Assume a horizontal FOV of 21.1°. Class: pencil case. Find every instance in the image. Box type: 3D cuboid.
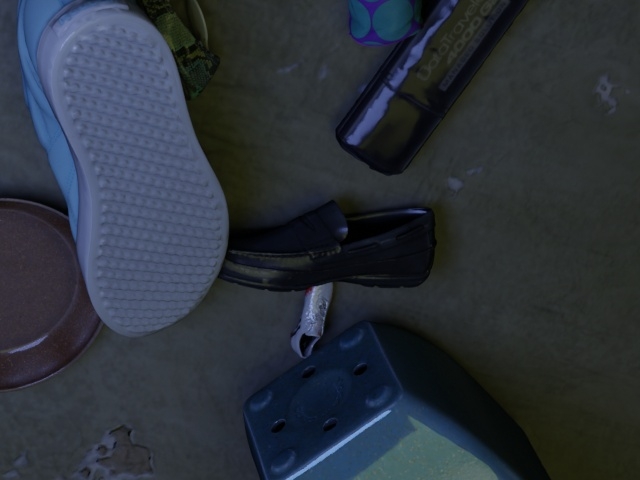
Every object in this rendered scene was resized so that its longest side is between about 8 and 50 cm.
[{"bbox_3d":[0.045,-0.238,1.431,0.070,0.064,0.152,6,126,25],"label":"pencil case"}]

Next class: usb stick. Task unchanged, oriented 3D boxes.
[{"bbox_3d":[0.114,-0.177,1.499,0.077,0.045,0.278,30,107,-20],"label":"usb stick"}]

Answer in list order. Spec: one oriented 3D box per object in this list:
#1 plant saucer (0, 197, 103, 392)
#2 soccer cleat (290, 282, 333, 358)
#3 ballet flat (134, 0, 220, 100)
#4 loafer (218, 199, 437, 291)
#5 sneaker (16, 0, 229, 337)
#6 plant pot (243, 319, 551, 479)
[{"bbox_3d":[-0.286,0.043,1.511,0.198,0.036,0.199,-8,121,-13],"label":"plant saucer"},{"bbox_3d":[-0.006,0.072,1.610,0.029,0.035,0.083,12,116,-24],"label":"soccer cleat"},{"bbox_3d":[-0.140,-0.201,1.408,0.070,0.070,0.188,-28,125,1],"label":"ballet flat"},{"bbox_3d":[0.000,0.000,1.552,0.223,0.076,0.078,-1,114,-21],"label":"loafer"},{"bbox_3d":[-0.167,-0.081,1.423,0.135,0.150,0.366,-18,136,-15],"label":"sneaker"},{"bbox_3d":[0.064,0.225,1.599,0.247,0.248,0.252,-34,120,5],"label":"plant pot"}]
